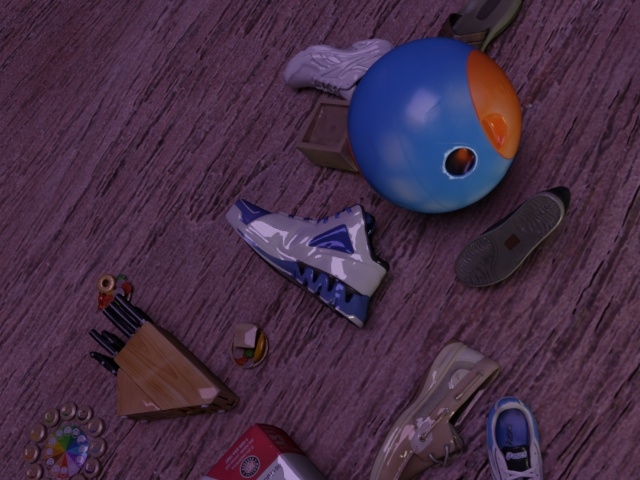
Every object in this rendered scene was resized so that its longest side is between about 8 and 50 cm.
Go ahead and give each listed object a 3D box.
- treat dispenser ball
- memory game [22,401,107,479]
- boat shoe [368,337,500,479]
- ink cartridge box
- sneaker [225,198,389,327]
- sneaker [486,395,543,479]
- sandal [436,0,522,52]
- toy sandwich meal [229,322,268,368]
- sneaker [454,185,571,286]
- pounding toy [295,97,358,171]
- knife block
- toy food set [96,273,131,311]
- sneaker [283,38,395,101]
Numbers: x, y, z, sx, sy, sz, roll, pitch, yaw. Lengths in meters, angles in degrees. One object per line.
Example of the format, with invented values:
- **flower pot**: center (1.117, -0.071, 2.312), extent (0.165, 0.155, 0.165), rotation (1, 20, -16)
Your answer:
- **treat dispenser ball**: center (0.187, -0.189, 1.232), extent (0.288, 0.288, 0.288), rotation (-7, 68, 17)
- **memory game**: center (-0.487, 0.399, 1.402), extent (0.186, 0.012, 0.186), rotation (-7, 68, 17)
- **boat shoe**: center (0.175, 0.301, 1.152), extent (0.098, 0.109, 0.302), rotation (27, 75, 28)
- **ink cartridge box**: center (-0.060, 0.468, 1.128), extent (0.226, 0.131, 0.306), rotation (-47, 61, -2)
- **sneaker**: center (0.001, 0.001, 1.330), extent (0.315, 0.127, 0.182), rotation (35, 81, 20)
- **sneaker**: center (0.294, 0.351, 1.100), extent (0.085, 0.086, 0.237), rotation (-13, 67, 14)
- **sandal**: center (0.268, -0.390, 1.395), extent (0.120, 0.086, 0.303), rotation (30, 82, 27)
- **toy sandwich meal**: center (-0.133, 0.190, 1.346), extent (0.085, 0.029, 0.086), rotation (-7, 68, 17)
- **sneaker**: center (0.329, -0.004, 1.238), extent (0.222, 0.118, 0.083), rotation (-42, 79, 32)
- **pounding toy**: center (0.054, -0.206, 1.407), extent (0.130, 0.100, 0.141), rotation (14, 72, 39)
- **knife block**: center (-0.294, 0.205, 1.365), extent (0.275, 0.088, 0.242), rotation (-11, 67, 16)
- **toy food set**: center (-0.417, 0.107, 1.485), extent (0.082, 0.020, 0.083), rotation (1, 70, 20)
- **sneaker**: center (0.035, -0.322, 1.454), extent (0.232, 0.090, 0.115), rotation (-7, 71, 18)
